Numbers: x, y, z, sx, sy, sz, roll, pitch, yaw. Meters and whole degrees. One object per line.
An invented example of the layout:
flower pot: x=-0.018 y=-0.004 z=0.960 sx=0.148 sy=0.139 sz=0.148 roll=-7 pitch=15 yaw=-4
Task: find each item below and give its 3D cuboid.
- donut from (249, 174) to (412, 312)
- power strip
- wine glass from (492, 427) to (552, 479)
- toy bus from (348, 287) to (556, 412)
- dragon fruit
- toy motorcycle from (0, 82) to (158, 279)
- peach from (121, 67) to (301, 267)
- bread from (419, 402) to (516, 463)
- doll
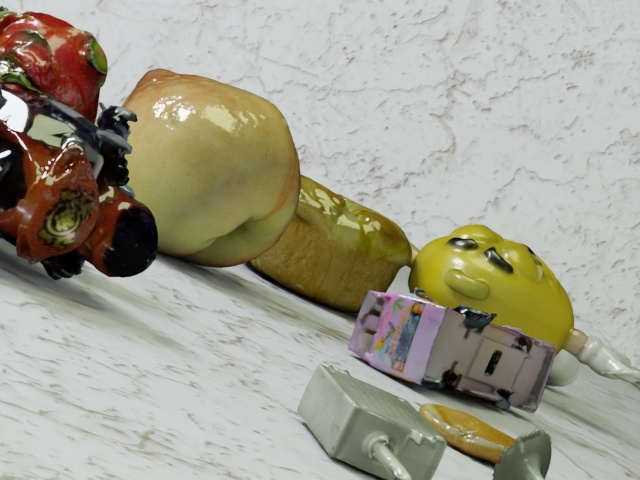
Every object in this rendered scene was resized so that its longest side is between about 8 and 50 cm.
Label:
donut: x=0.000 y=0.000 z=2.136 sx=0.208 sy=0.128 sz=0.261 roll=26 pitch=3 yaw=-8
power strip: x=0.037 y=0.130 z=1.161 sx=0.075 sy=0.042 sz=0.175 roll=24 pitch=5 yaw=-15
wine glass: x=0.226 y=0.208 z=1.139 sx=0.262 sy=0.074 sz=0.074 roll=29 pitch=5 yaw=39
toy bus: x=0.142 y=0.112 z=1.800 sx=0.112 sy=0.090 sz=0.274 roll=17 pitch=-3 yaw=32
dragon fruit: x=-0.344 y=-0.186 z=1.954 sx=0.269 sy=0.198 sz=0.200 roll=51 pitch=-1 yaw=38
toy motorcycle: x=-0.212 y=-0.052 z=1.383 sx=0.207 sy=0.134 sz=0.401 roll=25 pitch=5 yaw=-4
peach: x=-0.129 y=-0.087 z=1.833 sx=0.232 sy=0.232 sz=0.232 roll=25 pitch=3 yaw=-2
bread: x=0.132 y=0.164 z=1.465 sx=0.110 sy=0.024 sz=0.110 roll=26 pitch=3 yaw=-2
doll: x=0.241 y=0.097 z=2.236 sx=0.348 sy=0.161 sz=0.423 roll=29 pitch=-3 yaw=-15
